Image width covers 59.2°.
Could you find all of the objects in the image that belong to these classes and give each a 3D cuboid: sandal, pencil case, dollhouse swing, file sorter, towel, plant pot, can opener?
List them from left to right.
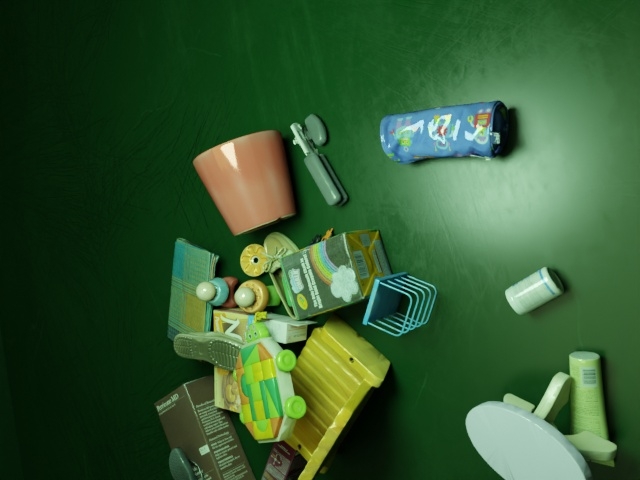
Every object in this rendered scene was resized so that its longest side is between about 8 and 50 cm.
[{"bbox_3d":[-0.436,0.193,1.905,0.272,0.040,0.369,18,105,49],"label":"towel"},{"bbox_3d":[-0.395,0.762,1.765,0.097,0.055,0.254,-37,81,38],"label":"sandal"},{"bbox_3d":[-0.201,-0.156,1.627,0.275,0.275,0.243,-19,91,35],"label":"plant pot"},{"bbox_3d":[-0.027,0.432,1.492,0.315,0.305,0.346,39,114,28],"label":"dollhouse swing"},{"bbox_3d":[0.000,-0.227,1.581,0.093,0.074,0.280,-33,74,31],"label":"can opener"},{"bbox_3d":[0.202,0.159,1.398,0.105,0.170,0.118,23,105,29],"label":"file sorter"},{"bbox_3d":[0.293,-0.251,1.343,0.306,0.119,0.133,2,95,36],"label":"pencil case"}]

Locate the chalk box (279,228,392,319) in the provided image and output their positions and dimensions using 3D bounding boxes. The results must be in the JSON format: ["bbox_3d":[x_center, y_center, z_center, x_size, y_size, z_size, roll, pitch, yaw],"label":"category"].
[{"bbox_3d":[0.023,0.099,1.519,0.289,0.179,0.180,-21,81,35],"label":"chalk box"}]

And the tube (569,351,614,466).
[{"bbox_3d":[0.574,0.362,1.213,0.062,0.070,0.239,-6,94,-8],"label":"tube"}]

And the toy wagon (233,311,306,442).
[{"bbox_3d":[-0.157,0.366,1.529,0.267,0.068,0.344,-30,68,49],"label":"toy wagon"}]

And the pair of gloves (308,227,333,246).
[{"bbox_3d":[0.000,0.000,1.600,0.083,0.074,0.010,-23,116,35],"label":"pair of gloves"}]

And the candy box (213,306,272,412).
[{"bbox_3d":[-0.244,0.376,1.774,0.183,0.088,0.316,2,93,36],"label":"candy box"}]

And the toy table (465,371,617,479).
[{"bbox_3d":[0.467,0.419,1.192,0.274,0.161,0.252,34,128,41],"label":"toy table"}]

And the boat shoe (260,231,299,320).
[{"bbox_3d":[-0.098,0.100,1.656,0.105,0.089,0.285,-40,70,30],"label":"boat shoe"}]

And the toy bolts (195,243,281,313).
[{"bbox_3d":[-0.262,0.122,1.705,0.229,0.158,0.218,-12,80,24],"label":"toy bolts"}]

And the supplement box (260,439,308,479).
[{"bbox_3d":[-0.093,0.648,1.670,0.081,0.104,0.188,29,108,32],"label":"supplement box"}]

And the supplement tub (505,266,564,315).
[{"bbox_3d":[0.477,0.113,1.257,0.107,0.071,0.071,-37,71,30],"label":"supplement tub"}]

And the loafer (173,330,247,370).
[{"bbox_3d":[-0.315,0.321,1.716,0.269,0.092,0.101,10,106,19],"label":"loafer"}]

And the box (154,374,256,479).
[{"bbox_3d":[-0.384,0.664,1.859,0.191,0.143,0.381,-37,69,31],"label":"box"}]

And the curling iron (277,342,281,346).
[{"bbox_3d":[-0.139,0.383,1.724,0.035,0.068,0.273,5,90,37],"label":"curling iron"}]

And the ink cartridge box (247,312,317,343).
[{"bbox_3d":[-0.110,0.256,1.634,0.182,0.104,0.061,5,91,34],"label":"ink cartridge box"}]
